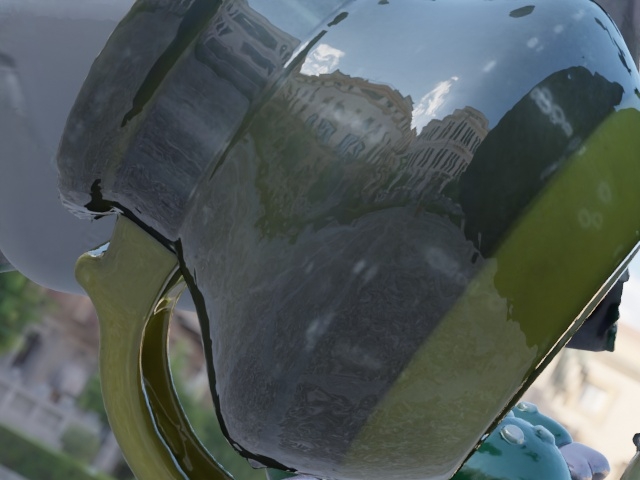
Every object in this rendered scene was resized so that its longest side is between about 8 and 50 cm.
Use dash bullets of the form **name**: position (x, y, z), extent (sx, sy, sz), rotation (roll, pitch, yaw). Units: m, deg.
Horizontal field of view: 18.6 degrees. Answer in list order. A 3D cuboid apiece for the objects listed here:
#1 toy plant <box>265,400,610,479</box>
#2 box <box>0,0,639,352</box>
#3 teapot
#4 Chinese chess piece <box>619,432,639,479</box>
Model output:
- **toy plant**: position (0.074, 0.151, 1.283), extent (0.243, 0.112, 0.232), rotation (10, 15, 2)
- **box**: position (-0.031, -0.052, 0.878), extent (0.337, 0.106, 0.264), rotation (8, -54, 16)
- **teapot**: position (0.000, 0.000, 0.458), extent (0.119, 0.165, 0.130), rotation (39, 26, 10)
- **Chinese chess piece**: position (0.229, 0.156, 0.837), extent (0.238, 0.092, 0.238), rotation (38, -17, 14)
